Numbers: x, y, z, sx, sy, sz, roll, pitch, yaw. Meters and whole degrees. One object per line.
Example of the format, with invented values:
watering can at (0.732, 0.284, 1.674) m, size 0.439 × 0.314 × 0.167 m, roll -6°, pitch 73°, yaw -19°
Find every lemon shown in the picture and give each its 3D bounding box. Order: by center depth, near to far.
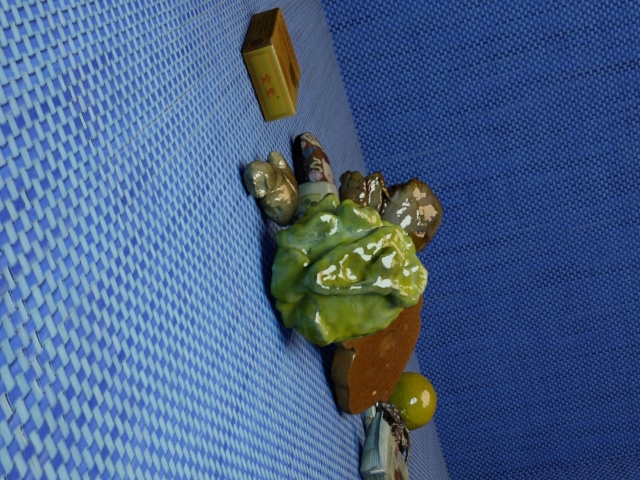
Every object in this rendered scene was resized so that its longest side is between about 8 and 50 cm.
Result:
lemon at (0.272, 0.500, 2.651) m, size 0.203 × 0.178 × 0.179 m, roll -27°, pitch 104°, yaw -67°

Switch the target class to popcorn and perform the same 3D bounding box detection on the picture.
popcorn at (0.040, 0.054, 1.655) m, size 0.312 × 0.312 × 0.313 m, roll -13°, pitch 90°, yaw -80°

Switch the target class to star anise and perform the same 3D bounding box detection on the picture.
star anise at (0.211, 0.558, 2.478) m, size 0.231 × 0.089 × 0.209 m, roll 64°, pitch 19°, yaw -6°

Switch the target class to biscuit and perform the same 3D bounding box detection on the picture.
biscuit at (0.134, 0.213, 2.003) m, size 0.349 × 0.078 × 0.456 m, roll -41°, pitch 141°, yaw -35°
biscuit at (0.167, 0.591, 2.175) m, size 0.186 × 0.079 × 0.309 m, roll -74°, pitch 151°, yaw -44°

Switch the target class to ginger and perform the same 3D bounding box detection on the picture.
ginger at (-0.086, -0.112, 1.729) m, size 0.148 × 0.081 × 0.334 m, roll 59°, pitch 12°, yaw -9°

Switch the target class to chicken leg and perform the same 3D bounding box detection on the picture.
chicken leg at (0.110, -0.023, 2.055) m, size 0.182 × 0.409 × 0.295 m, roll 16°, pitch -32°, yaw 56°

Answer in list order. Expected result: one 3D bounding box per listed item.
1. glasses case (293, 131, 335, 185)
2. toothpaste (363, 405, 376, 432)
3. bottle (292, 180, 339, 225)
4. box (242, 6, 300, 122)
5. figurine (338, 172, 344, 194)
glasses case at (-0.006, -0.126, 2.140) m, size 0.122 × 0.082 × 0.321 m, roll 38°, pitch 36°, yaw -57°
toothpaste at (0.142, 0.543, 2.272) m, size 0.056 × 0.036 × 0.205 m, roll 2°, pitch 80°, yaw -73°
bottle at (0.000, 0.000, 1.932) m, size 0.120 × 0.120 × 0.253 m, roll 50°, pitch 29°, yaw -69°
box at (-0.109, -0.412, 1.975) m, size 0.274 × 0.076 × 0.174 m, roll -87°, pitch 160°, yaw -58°
figurine at (0.108, -0.047, 2.230) m, size 0.265 × 0.192 × 0.140 m, roll 78°, pitch 25°, yaw -49°
